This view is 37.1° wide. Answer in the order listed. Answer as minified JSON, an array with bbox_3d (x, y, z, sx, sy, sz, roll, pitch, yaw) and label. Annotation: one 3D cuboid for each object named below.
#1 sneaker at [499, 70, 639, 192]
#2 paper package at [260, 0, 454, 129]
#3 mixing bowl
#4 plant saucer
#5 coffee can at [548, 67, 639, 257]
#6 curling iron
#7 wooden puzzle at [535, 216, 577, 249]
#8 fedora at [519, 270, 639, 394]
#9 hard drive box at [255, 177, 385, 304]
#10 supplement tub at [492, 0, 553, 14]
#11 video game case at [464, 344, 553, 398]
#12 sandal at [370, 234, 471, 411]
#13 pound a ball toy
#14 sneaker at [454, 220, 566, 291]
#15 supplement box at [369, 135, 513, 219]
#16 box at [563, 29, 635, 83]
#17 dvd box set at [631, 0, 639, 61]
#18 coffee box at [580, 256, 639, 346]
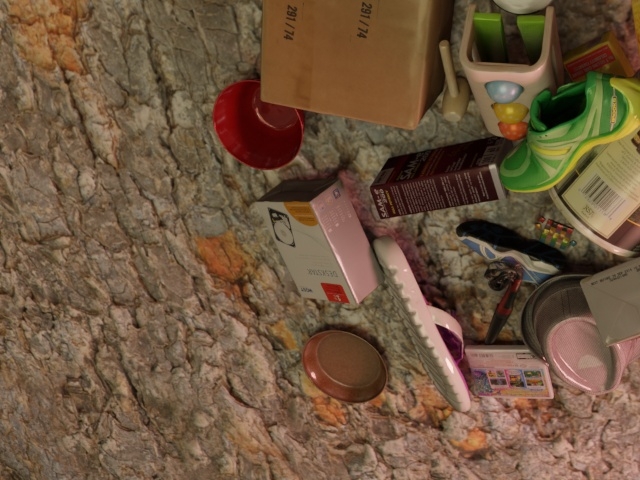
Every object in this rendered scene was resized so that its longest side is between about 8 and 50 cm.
[{"bbox_3d":[0.351,-0.170,1.418,0.123,0.109,0.295,22,149,-17],"label":"sneaker"},{"bbox_3d":[0.061,-0.382,1.591,0.309,0.168,0.325,14,125,17],"label":"paper package"},{"bbox_3d":[-0.100,-0.235,1.797,0.181,0.098,0.181,12,125,17],"label":"mixing bowl"},{"bbox_3d":[0.057,0.269,2.086,0.198,0.036,0.199,12,124,18],"label":"plant saucer"},{"bbox_3d":[0.508,-0.138,1.456,0.201,0.201,0.275,35,126,0],"label":"coffee can"},{"bbox_3d":[0.341,0.124,1.832,0.068,0.035,0.274,18,147,16],"label":"curling iron"},{"bbox_3d":[0.435,-0.010,1.763,0.083,0.006,0.049,21,126,10],"label":"wooden puzzle"},{"bbox_3d":[0.492,0.189,1.756,0.243,0.124,0.275,-14,123,21],"label":"fedora"},{"bbox_3d":[0.000,0.000,1.869,0.181,0.089,0.232,2,124,52],"label":"hard drive box"},{"bbox_3d":[0.320,-0.422,1.437,0.117,0.190,0.117,11,125,16],"label":"supplement tub"},{"bbox_3d":[0.384,0.267,1.941,0.157,0.019,0.143,-3,129,25],"label":"video game case"},{"bbox_3d":[0.229,0.164,1.898,0.102,0.169,0.416,-30,110,-7],"label":"sandal"},{"bbox_3d":[0.268,-0.242,1.500,0.208,0.136,0.319,6,167,19],"label":"pound a ball toy"},{"bbox_3d":[0.345,0.031,1.782,0.211,0.080,0.081,25,125,8],"label":"sneaker"},{"bbox_3d":[0.222,-0.114,1.713,0.239,0.130,0.073,-10,115,27],"label":"supplement box"},{"bbox_3d":[0.492,-0.222,1.571,0.087,0.058,0.232,-23,109,31],"label":"box"},{"bbox_3d":[0.567,-0.371,1.266,0.307,0.062,0.420,-12,70,32],"label":"dvd box set"},{"bbox_3d":[0.575,0.084,1.573,0.168,0.297,0.119,-27,75,34],"label":"coffee box"}]
